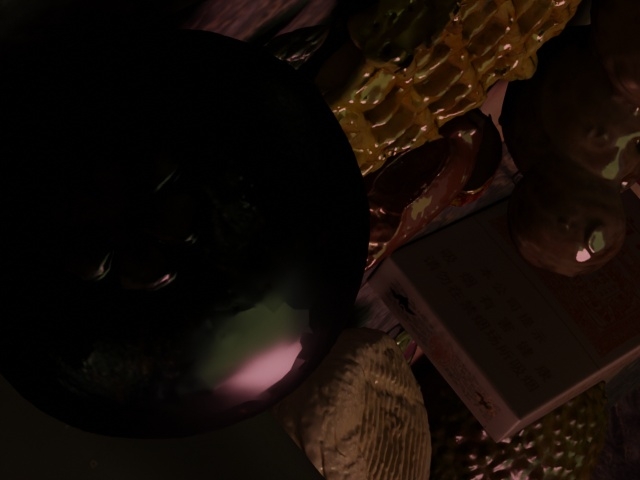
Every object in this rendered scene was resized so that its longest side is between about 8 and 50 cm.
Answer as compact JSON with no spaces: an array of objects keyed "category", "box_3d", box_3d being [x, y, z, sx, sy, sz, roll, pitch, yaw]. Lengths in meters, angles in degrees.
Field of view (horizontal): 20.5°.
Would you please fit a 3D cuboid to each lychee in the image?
[{"category":"lychee","box_3d":[0.213,0.254,2.195,0.320,0.270,0.270,-35,168,28]}]

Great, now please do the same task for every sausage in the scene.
[{"category":"sausage","box_3d":[0.000,0.002,1.355,0.327,0.079,0.087,-35,138,-14]}]

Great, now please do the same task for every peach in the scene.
[{"category":"peach","box_3d":[0.112,-0.067,1.477,0.050,0.077,0.083,87,11,-65]}]

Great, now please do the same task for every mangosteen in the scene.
[{"category":"mangosteen","box_3d":[-0.076,-0.002,0.935,0.243,0.243,0.243,-36,164,-12]}]

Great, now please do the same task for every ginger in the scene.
[{"category":"ginger","box_3d":[0.244,-0.119,1.384,0.304,0.155,0.244,-58,-162,31]}]

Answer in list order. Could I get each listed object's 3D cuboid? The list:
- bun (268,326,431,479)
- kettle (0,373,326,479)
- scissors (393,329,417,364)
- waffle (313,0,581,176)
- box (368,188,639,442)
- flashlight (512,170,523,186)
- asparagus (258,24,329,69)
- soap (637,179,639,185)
[{"category":"bun","box_3d":[0.014,0.195,1.731,0.134,0.220,0.220,-8,-179,30]},{"category":"kettle","box_3d":[-0.124,0.193,1.153,0.265,0.318,0.205,-47,163,29]},{"category":"scissors","box_3d":[0.096,0.129,2.020,0.133,0.020,0.187,-34,163,-34]},{"category":"waffle","box_3d":[0.102,-0.152,1.199,0.312,0.060,0.307,-33,163,-32]},{"category":"box","box_3d":[0.234,0.049,1.772,0.365,0.204,0.051,-23,158,-43]},{"category":"flashlight","box_3d":[0.217,-0.061,1.772,0.018,0.018,0.083,-46,163,23]},{"category":"asparagus","box_3d":[-0.092,-0.069,1.046,0.236,0.027,0.034,-32,173,-22]},{"category":"soap","box_3d":[0.383,-0.109,1.847,0.162,0.099,0.250,-50,162,15]}]
